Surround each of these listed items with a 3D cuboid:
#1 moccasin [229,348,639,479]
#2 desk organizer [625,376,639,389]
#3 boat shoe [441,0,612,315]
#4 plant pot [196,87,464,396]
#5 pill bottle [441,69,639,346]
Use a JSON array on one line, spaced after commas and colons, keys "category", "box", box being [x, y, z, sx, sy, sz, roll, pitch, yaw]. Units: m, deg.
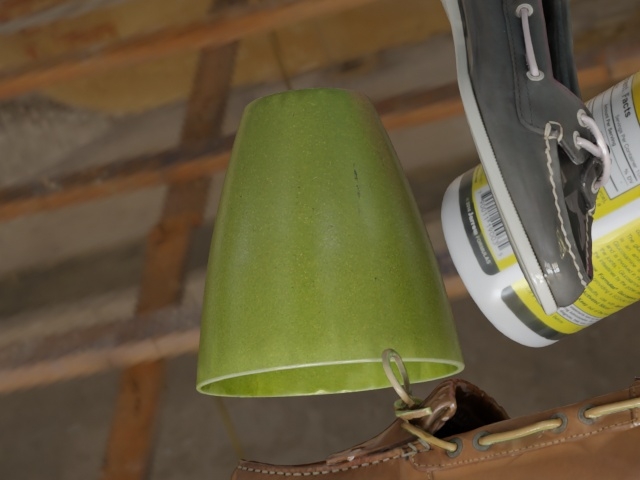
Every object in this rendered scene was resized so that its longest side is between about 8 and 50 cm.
[{"category": "moccasin", "box": [0.098, 0.151, 1.171, 0.380, 0.139, 0.147, -12, -112, 40]}, {"category": "desk organizer", "box": [0.287, 0.189, 1.507, 0.047, 0.130, 0.050, 6, -171, 22]}, {"category": "boat shoe", "box": [0.142, -0.106, 1.125, 0.095, 0.112, 0.335, -19, -130, 11]}, {"category": "plant pot", "box": [0.000, 0.000, 1.797, 0.275, 0.275, 0.293, -8, -102, 19]}, {"category": "pill bottle", "box": [0.294, -0.049, 1.604, 0.334, 0.188, 0.188, -30, -153, 28]}]
